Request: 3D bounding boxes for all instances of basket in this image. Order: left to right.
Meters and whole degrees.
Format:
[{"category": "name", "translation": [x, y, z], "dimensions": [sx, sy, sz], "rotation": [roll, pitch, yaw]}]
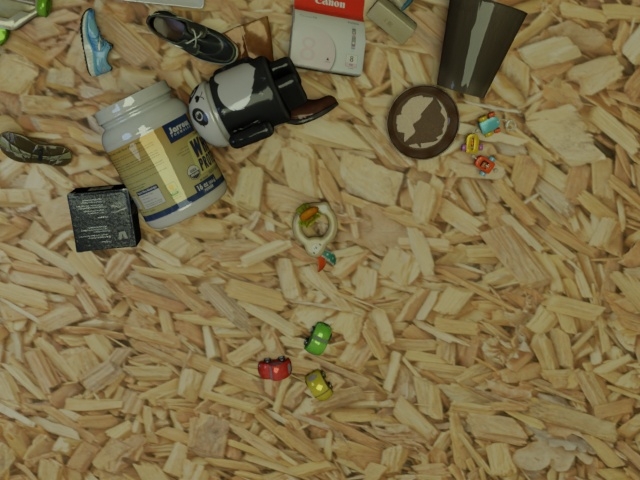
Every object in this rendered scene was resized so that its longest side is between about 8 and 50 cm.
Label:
[{"category": "basket", "translation": [0.388, -0.488, 1.789], "dimensions": [0.204, 0.154, 0.227], "rotation": [13, 107, -12]}]

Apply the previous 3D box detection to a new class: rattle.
[{"category": "rattle", "translation": [0.000, 0.000, 1.892], "dimensions": [0.130, 0.142, 0.200], "rotation": [-10, 100, -21]}]

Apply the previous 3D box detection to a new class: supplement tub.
[{"category": "supplement tub", "translation": [-0.395, -0.212, 1.748], "dimensions": [0.228, 0.228, 0.316], "rotation": [-26, 106, 2]}]

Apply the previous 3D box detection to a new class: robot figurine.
[{"category": "robot figurine", "translation": [-0.178, -0.334, 1.690], "dimensions": [0.278, 0.209, 0.174], "rotation": [-21, 110, 7]}]

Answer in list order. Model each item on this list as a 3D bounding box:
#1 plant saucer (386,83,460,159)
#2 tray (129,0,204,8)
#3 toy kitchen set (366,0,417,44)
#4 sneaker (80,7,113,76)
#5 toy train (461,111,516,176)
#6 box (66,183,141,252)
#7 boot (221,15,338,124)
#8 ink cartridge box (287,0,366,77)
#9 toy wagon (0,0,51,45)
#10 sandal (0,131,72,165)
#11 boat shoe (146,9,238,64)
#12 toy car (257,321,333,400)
[{"category": "plant saucer", "translation": [0.270, -0.314, 1.880], "dimensions": [0.198, 0.036, 0.199], "rotation": [-1, 104, -5]}, {"category": "tray", "translation": [-0.416, -0.654, 1.730], "dimensions": [0.270, 0.030, 0.145], "rotation": [5, 104, -6]}, {"category": "toy kitchen set", "translation": [0.240, -0.635, 1.779], "dimensions": [0.122, 0.166, 0.207], "rotation": [36, 136, -12]}, {"category": "sneaker", "translation": [-0.553, -0.492, 1.756], "dimensions": [0.073, 0.063, 0.162], "rotation": [-11, 111, -20]}, {"category": "toy train", "translation": [0.447, -0.264, 1.907], "dimensions": [0.125, 0.046, 0.166], "rotation": [24, 105, -12]}, {"category": "box", "translation": [-0.560, -0.060, 1.845], "dimensions": [0.155, 0.093, 0.158], "rotation": [-5, 104, -4]}, {"category": "boot", "translation": [-0.109, -0.427, 1.808], "dimensions": [0.264, 0.096, 0.281], "rotation": [-14, 99, 6]}, {"category": "ink cartridge box", "translation": [0.021, -0.535, 1.757], "dimensions": [0.189, 0.066, 0.233], "rotation": [5, 98, -14]}, {"category": "toy wagon", "translation": [-0.781, -0.610, 1.691], "dimensions": [0.267, 0.068, 0.345], "rotation": [11, 105, -8]}, {"category": "sandal", "translation": [-0.729, -0.233, 1.811], "dimensions": [0.180, 0.049, 0.072], "rotation": [10, 110, -23]}, {"category": "boat shoe", "translation": [-0.315, -0.494, 1.735], "dimensions": [0.233, 0.079, 0.084], "rotation": [26, 106, 1]}, {"category": "toy car", "translation": [-0.036, 0.339, 2.020], "dimensions": [0.239, 0.053, 0.225], "rotation": [24, 102, -11]}]
